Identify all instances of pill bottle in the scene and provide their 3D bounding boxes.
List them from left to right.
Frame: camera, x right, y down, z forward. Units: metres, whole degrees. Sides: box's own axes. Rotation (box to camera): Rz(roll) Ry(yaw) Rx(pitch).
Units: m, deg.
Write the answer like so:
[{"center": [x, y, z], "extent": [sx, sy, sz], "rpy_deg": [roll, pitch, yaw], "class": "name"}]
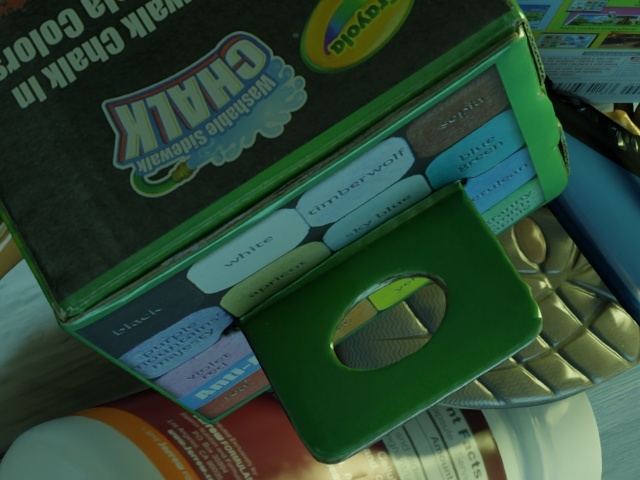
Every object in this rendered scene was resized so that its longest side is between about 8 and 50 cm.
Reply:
[{"center": [-0.006, 0.181, 1.348], "extent": [0.392, 0.224, 0.224], "rpy_deg": [-15, 156, -39], "class": "pill bottle"}]

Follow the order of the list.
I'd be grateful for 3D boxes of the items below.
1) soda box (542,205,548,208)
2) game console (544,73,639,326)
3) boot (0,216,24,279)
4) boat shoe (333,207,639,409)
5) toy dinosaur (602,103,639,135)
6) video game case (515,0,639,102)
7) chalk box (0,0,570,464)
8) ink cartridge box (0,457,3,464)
[{"center": [0.221, -0.042, 1.491], "extent": [0.210, 0.067, 0.071], "rpy_deg": [-7, 150, -49], "class": "soda box"}, {"center": [0.102, 0.006, 1.068], "extent": [0.250, 0.173, 0.293], "rpy_deg": [-10, 164, 26], "class": "game console"}, {"center": [-0.132, -0.021, 0.988], "extent": [0.152, 0.073, 0.197], "rpy_deg": [-19, 158, -33], "class": "boot"}, {"center": [0.167, 0.040, 1.332], "extent": [0.355, 0.132, 0.130], "rpy_deg": [-10, 173, -17], "class": "boat shoe"}, {"center": [0.216, -0.077, 1.255], "extent": [0.064, 0.112, 0.211], "rpy_deg": [-97, -160, -72], "class": "toy dinosaur"}, {"center": [0.107, -0.118, 1.009], "extent": [0.227, 0.026, 0.206], "rpy_deg": [0, 163, -11], "class": "video game case"}, {"center": [-0.029, -0.058, 0.713], "extent": [0.180, 0.289, 0.179], "rpy_deg": [-32, 161, 2], "class": "chalk box"}, {"center": [-0.241, 0.280, 1.496], "extent": [0.272, 0.130, 0.309], "rpy_deg": [-14, 155, -38], "class": "ink cartridge box"}]
